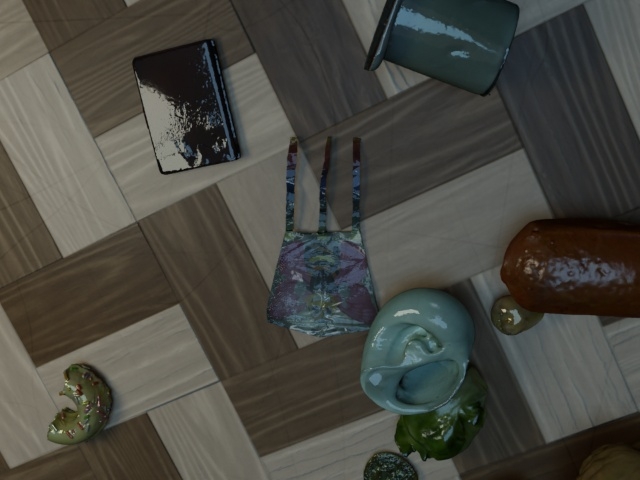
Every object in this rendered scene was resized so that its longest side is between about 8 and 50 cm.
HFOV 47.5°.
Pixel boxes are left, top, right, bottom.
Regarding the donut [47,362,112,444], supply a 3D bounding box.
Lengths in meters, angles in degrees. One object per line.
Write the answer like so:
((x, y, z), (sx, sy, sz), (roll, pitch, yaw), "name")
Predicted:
((-0.458, 0.326, 1.385), (0.108, 0.065, 0.166), (26, 105, 2), "donut")

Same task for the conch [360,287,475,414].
((0.165, 0.185, 1.217), (0.185, 0.121, 0.221), (46, 106, 26), "conch")

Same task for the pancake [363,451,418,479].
((0.125, 0.439, 1.341), (0.108, 0.017, 0.108), (3, 103, 12), "pancake")

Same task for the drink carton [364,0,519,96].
((0.182, -0.321, 1.090), (0.189, 0.191, 0.186), (15, 102, -4), "drink carton")

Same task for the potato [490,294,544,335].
((0.330, 0.123, 1.222), (0.083, 0.062, 0.068), (-19, 115, -9), "potato")

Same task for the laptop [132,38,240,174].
((-0.230, -0.226, 1.250), (0.153, 0.026, 0.207), (-10, 99, 13), "laptop")

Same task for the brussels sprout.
((0.211, 0.300, 1.262), (0.139, 0.100, 0.181), (44, 117, 18), "brussels sprout")

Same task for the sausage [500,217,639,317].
((0.419, 0.042, 1.136), (0.268, 0.153, 0.141), (2, 103, 9), "sausage")

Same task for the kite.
((-0.001, 0.001, 1.264), (0.204, 0.022, 0.361), (1, 103, 8), "kite")

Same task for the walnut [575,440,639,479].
((0.512, 0.456, 1.181), (0.224, 0.257, 0.257), (-3, 104, -23), "walnut")
